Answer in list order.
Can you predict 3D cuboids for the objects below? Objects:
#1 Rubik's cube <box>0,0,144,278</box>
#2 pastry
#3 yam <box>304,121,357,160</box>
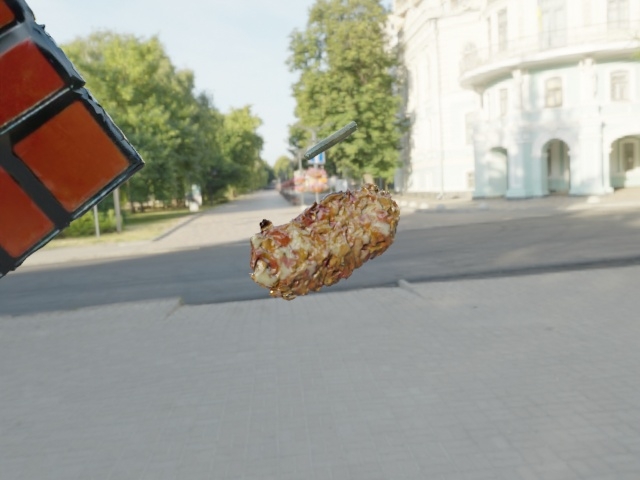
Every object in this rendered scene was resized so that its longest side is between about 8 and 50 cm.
[{"bbox_3d":[-0.416,-0.104,0.629,0.293,0.284,0.288,-44,29,-28],"label":"Rubik's cube"},{"bbox_3d":[0.001,0.003,0.591,0.169,0.087,0.063,-22,5,-23],"label":"pastry"},{"bbox_3d":[0.019,-0.183,1.100,0.116,0.021,0.021,-35,13,-11],"label":"yam"}]
